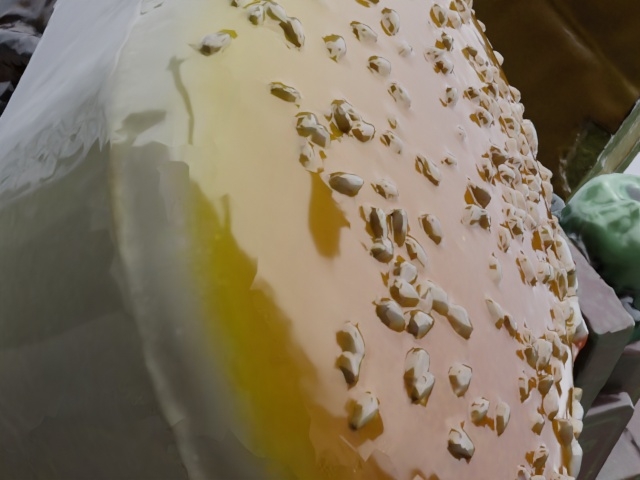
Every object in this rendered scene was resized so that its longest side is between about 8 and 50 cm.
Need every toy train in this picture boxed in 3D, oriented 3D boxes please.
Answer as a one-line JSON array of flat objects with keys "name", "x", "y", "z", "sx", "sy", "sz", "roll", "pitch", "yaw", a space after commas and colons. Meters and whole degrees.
[{"name": "toy train", "x": 0.091, "y": 0.079, "z": 0.734, "sx": 0.221, "sy": 0.304, "sz": 0.150, "roll": -16, "pitch": 55, "yaw": -24}]

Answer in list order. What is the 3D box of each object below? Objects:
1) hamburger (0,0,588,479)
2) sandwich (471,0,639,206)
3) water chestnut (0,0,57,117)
[{"name": "hamburger", "x": 0.000, "y": 0.000, "z": 0.460, "sx": 0.151, "sy": 0.295, "sz": 0.227, "roll": -12, "pitch": -51, "yaw": 22}, {"name": "sandwich", "x": 0.164, "y": -0.137, "z": 1.078, "sx": 0.198, "sy": 0.227, "sz": 0.155, "roll": 35, "pitch": 3, "yaw": 18}, {"name": "water chestnut", "x": -0.142, "y": -0.094, "z": 1.077, "sx": 0.300, "sy": 0.300, "sz": 0.300, "roll": 24, "pitch": -2, "yaw": 1}]
